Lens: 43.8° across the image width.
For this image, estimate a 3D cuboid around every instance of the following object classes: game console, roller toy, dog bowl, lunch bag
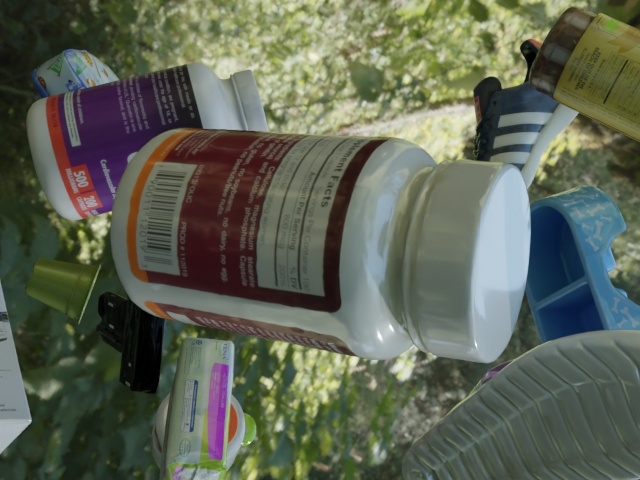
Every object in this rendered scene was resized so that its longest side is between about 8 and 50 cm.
[{"bbox_3d":[-0.360,0.148,1.490,0.361,0.044,0.213,6,-90,61],"label":"game console"},{"bbox_3d":[-0.266,0.415,1.709,0.191,0.209,0.146,-44,165,-39],"label":"roller toy"},{"bbox_3d":[0.351,0.069,1.076,0.166,0.074,0.297,131,-50,-60],"label":"dog bowl"},{"bbox_3d":[-0.468,-0.271,1.662,0.115,0.243,0.303,-32,-172,8],"label":"lunch bag"}]

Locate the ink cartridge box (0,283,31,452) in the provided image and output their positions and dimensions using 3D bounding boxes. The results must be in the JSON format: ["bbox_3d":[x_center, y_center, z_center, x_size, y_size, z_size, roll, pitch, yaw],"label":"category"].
[{"bbox_3d":[-0.741,0.249,1.558,0.166,0.394,0.285,12,133,-47],"label":"ink cartridge box"}]

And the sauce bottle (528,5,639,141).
[{"bbox_3d":[0.407,-0.144,0.876,0.111,0.344,0.111,-52,163,-23],"label":"sauce bottle"}]

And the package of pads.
[{"bbox_3d":[-0.215,0.332,1.370,0.296,0.101,0.229,113,-19,-55],"label":"package of pads"}]

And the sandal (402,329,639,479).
[{"bbox_3d":[0.247,0.195,0.891,0.416,0.169,0.102,-37,-177,41],"label":"sandal"}]

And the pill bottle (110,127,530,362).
[{"bbox_3d":[0.000,0.000,0.829,0.224,0.392,0.223,-23,117,-58],"label":"pill bottle"}]

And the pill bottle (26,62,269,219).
[{"bbox_3d":[-0.243,-0.151,1.160,0.181,0.323,0.181,165,-90,-85],"label":"pill bottle"}]

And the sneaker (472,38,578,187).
[{"bbox_3d":[0.273,-0.158,1.230,0.350,0.148,0.131,-54,-179,-9],"label":"sneaker"}]

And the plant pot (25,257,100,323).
[{"bbox_3d":[-0.342,0.059,1.047,0.083,0.079,0.083,-160,-90,-76],"label":"plant pot"}]
